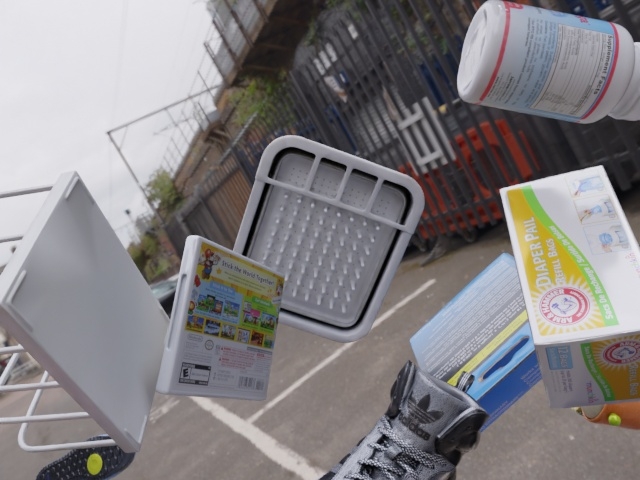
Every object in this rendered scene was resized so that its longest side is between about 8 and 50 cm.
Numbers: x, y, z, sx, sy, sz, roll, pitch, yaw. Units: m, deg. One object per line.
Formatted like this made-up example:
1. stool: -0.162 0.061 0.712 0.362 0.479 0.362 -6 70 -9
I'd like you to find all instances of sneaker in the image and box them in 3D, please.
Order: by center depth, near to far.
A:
1. sneaker: 0.059 0.194 0.473 0.268 0.101 0.153 -11 -54 -53
2. sneaker: -0.369 0.368 0.891 0.209 0.069 0.082 -30 -25 19

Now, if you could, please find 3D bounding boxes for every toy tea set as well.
1. toy tea set: 0.524 0.253 1.062 0.336 0.124 0.200 94 -166 -77

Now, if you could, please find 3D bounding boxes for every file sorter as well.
1. file sorter: -0.322 0.098 0.631 0.173 0.278 0.193 -8 43 9

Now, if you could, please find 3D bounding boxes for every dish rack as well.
1. dish rack: 0.000 0.000 0.968 0.072 0.285 0.333 -88 18 -72

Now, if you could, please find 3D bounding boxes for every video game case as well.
1. video game case: -0.133 0.123 0.790 0.026 0.206 0.227 0 -17 29

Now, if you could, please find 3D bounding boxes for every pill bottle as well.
1. pill bottle: 0.210 -0.152 0.477 0.160 0.087 0.087 10 1 -3

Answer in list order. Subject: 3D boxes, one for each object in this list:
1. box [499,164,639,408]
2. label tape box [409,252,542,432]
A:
1. box: 0.249 0.041 0.525 0.103 0.114 0.203 -13 43 19
2. label tape box: 0.274 0.163 0.823 0.240 0.106 0.334 -45 6 9
